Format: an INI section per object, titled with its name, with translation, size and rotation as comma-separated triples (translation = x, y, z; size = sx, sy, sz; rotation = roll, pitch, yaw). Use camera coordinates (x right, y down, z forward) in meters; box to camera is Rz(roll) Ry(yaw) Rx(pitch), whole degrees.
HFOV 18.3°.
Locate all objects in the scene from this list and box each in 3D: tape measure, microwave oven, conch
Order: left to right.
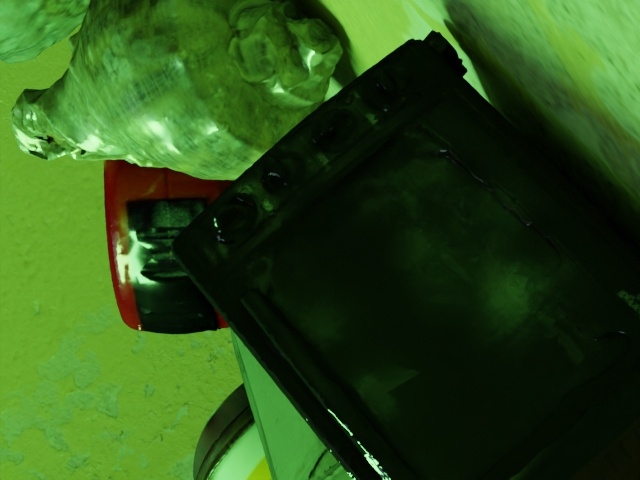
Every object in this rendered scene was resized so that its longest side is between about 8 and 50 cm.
[tape measure]
translation = -0.119, -0.051, 1.648
size = 0.260, 0.114, 0.253
rotation = -89, -4, -55
[conch]
translation = -0.090, -0.123, 1.372
size = 0.291, 0.159, 0.210
rotation = 5, -177, 41
[microwave oven]
translation = 0.076, 0.050, 0.950
size = 0.247, 0.178, 0.188
rotation = 48, 175, 37

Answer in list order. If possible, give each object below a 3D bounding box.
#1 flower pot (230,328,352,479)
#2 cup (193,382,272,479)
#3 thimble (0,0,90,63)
[flower pot]
translation = 0.063, 0.118, 1.380
size = 0.290, 0.290, 0.259
rotation = 55, -172, -47
[cup]
translation = 0.037, 0.229, 1.554
size = 0.280, 0.196, 0.196
rotation = 45, 174, 32
[thimble]
translation = -0.312, -0.316, 1.896
size = 0.291, 0.195, 0.291
rotation = 52, 176, 5
